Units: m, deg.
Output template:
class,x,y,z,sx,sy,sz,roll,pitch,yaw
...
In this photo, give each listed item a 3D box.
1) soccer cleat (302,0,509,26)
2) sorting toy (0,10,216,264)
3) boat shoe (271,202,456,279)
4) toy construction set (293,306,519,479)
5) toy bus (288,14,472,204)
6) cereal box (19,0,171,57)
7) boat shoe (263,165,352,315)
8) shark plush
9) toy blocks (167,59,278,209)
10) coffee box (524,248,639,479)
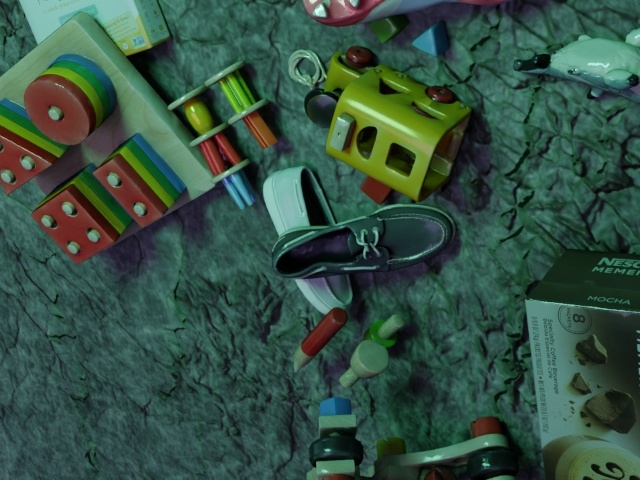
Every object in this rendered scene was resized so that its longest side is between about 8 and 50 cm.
class,x,y,z,sx,sy,sz,roll,pitch,yaw
soccer cleat,0.102,-0.254,1.118,0.248,0.095,0.083,-9,97,14
sorting toy,-0.295,-0.105,1.420,0.257,0.089,0.255,-25,112,42
boat shoe,0.044,0.010,1.270,0.206,0.065,0.075,-9,105,13
toy construction set,0.052,0.254,1.358,0.309,0.257,0.237,63,146,17
toy bus,0.050,-0.124,1.204,0.202,0.104,0.191,-19,103,39
cereal box,-0.291,-0.323,1.364,0.173,0.047,0.240,-11,108,36
boat shoe,0.000,0.000,1.339,0.063,0.066,0.184,-18,93,40
shark plush,0.252,-0.149,1.090,0.161,0.073,0.067,0,145,29
toy blocks,-0.095,-0.116,1.339,0.123,0.054,0.148,-24,99,41
coffee box,0.316,0.170,1.173,0.168,0.119,0.297,6,118,33
